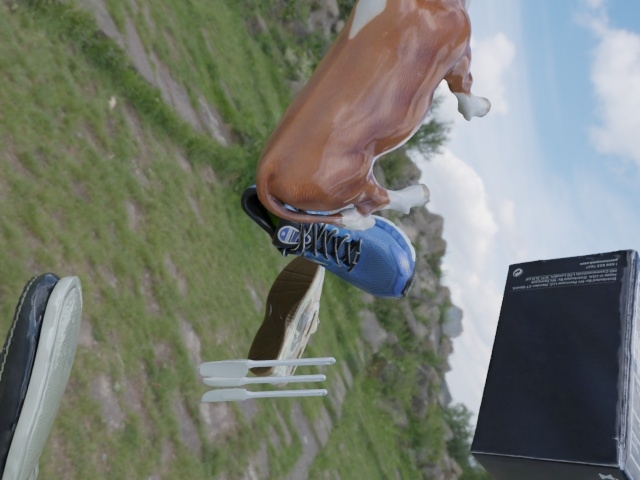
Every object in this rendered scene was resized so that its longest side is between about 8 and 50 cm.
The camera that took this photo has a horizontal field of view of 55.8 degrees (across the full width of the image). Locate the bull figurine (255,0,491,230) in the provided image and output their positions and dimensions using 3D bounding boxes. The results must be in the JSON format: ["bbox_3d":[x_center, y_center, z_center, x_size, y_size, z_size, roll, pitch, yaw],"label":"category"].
[{"bbox_3d":[0.068,-0.139,0.522,0.101,0.310,0.188,46,10,38],"label":"bull figurine"}]

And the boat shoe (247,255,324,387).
[{"bbox_3d":[-0.057,0.165,1.302,0.098,0.109,0.302,48,54,-43],"label":"boat shoe"}]

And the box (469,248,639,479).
[{"bbox_3d":[0.359,0.222,0.804,0.296,0.182,0.294,50,46,-31],"label":"box"}]

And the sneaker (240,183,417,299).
[{"bbox_3d":[0.000,0.000,0.955,0.330,0.130,0.147,30,25,29],"label":"sneaker"}]

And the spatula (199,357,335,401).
[{"bbox_3d":[-0.097,0.256,1.103,0.168,0.242,0.019,101,-14,-47],"label":"spatula"}]

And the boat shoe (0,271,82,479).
[{"bbox_3d":[-0.216,0.123,0.390,0.079,0.233,0.084,22,13,-11],"label":"boat shoe"}]
